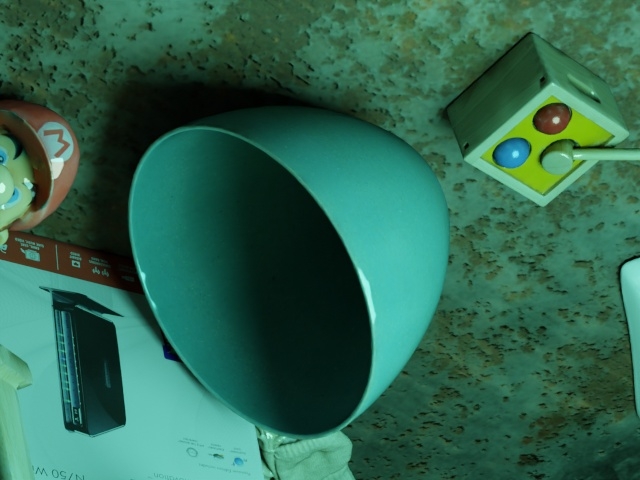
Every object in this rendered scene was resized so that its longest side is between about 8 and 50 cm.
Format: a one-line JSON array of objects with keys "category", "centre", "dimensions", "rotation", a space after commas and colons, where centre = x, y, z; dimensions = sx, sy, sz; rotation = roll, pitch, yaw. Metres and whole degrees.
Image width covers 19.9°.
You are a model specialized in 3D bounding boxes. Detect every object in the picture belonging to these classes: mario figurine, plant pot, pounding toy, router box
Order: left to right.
[{"category": "mario figurine", "centre": [-0.337, -0.027, 1.474], "dimensions": [0.320, 0.170, 0.198], "rotation": [-26, 144, -24]}, {"category": "router box", "centre": [-0.223, 0.135, 1.625], "dimensions": [0.335, 0.301, 0.082], "rotation": [15, 130, -28]}, {"category": "plant pot", "centre": [0.000, 0.000, 1.600], "dimensions": [0.195, 0.290, 0.290], "rotation": [-31, 150, -39]}, {"category": "pounding toy", "centre": [0.216, -0.098, 1.646], "dimensions": [0.141, 0.100, 0.130], "rotation": [28, 123, -35]}]

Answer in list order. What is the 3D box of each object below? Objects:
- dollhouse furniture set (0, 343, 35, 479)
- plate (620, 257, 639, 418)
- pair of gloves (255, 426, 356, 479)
[{"category": "dollhouse furniture set", "centre": [-0.238, 0.275, 1.440], "dimensions": [0.362, 0.257, 0.394], "rotation": [-18, 158, 6]}, {"category": "plate", "centre": [0.467, 0.089, 1.945], "dimensions": [0.278, 0.045, 0.277], "rotation": [-16, 136, 1]}, {"category": "pair of gloves", "centre": [-0.078, 0.264, 1.983], "dimensions": [0.240, 0.042, 0.204], "rotation": [-16, 136, 0]}]
